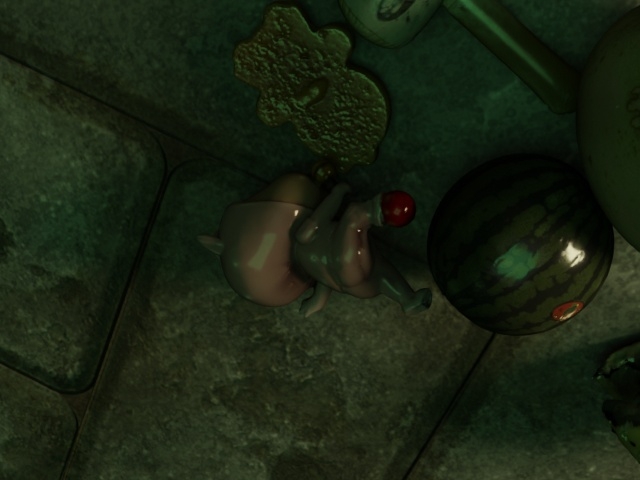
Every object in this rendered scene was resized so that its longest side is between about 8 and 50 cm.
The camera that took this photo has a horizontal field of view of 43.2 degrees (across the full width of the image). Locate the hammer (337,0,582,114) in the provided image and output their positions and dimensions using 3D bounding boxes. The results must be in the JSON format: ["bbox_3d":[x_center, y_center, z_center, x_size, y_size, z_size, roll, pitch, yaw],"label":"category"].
[{"bbox_3d":[0.182,-0.250,0.895,0.305,0.113,0.202,37,119,-9],"label":"hammer"}]

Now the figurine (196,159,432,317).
[{"bbox_3d":[0.000,0.000,1.013,0.288,0.186,0.176,4,160,33],"label":"figurine"}]

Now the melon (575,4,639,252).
[{"bbox_3d":[0.409,-0.095,0.806,0.269,0.268,0.330,-27,111,23],"label":"melon"}]

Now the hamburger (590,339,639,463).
[{"bbox_3d":[0.496,0.206,0.968,0.288,0.167,0.192,-22,104,21],"label":"hamburger"}]

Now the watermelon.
[{"bbox_3d":[0.230,0.003,0.930,0.212,0.212,0.212,5,114,12],"label":"watermelon"}]

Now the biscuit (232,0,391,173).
[{"bbox_3d":[-0.002,-0.187,1.002,0.225,0.036,0.166,41,117,-8],"label":"biscuit"}]
